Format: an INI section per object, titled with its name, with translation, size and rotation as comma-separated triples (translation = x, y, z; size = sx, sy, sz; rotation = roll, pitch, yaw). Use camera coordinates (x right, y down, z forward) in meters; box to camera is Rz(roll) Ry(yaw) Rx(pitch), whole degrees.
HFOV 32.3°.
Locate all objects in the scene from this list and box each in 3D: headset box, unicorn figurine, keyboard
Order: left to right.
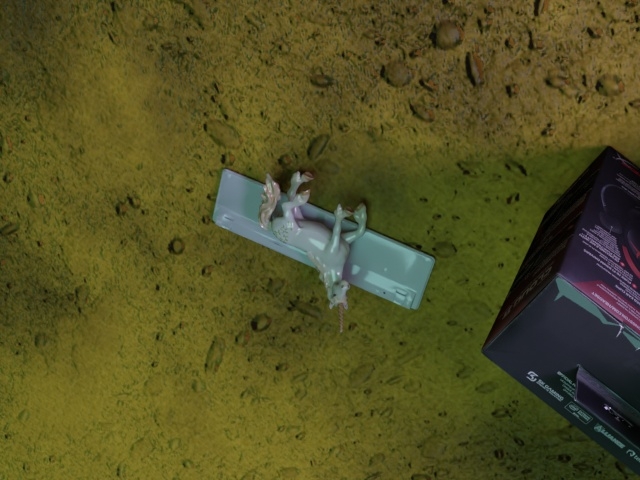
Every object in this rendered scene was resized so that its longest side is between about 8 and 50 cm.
[keyboard]
translation = -0.001, -0.002, 1.218
size = 0.256, 0.014, 0.072
rotation = 23, 119, 11
[unicorn figurine]
translation = 0.000, 0.000, 1.183
size = 0.162, 0.060, 0.111
rotation = 38, 122, 21
[headset box]
translation = 0.279, 0.072, 0.959
size = 0.218, 0.293, 0.110
rotation = 38, 125, 0
